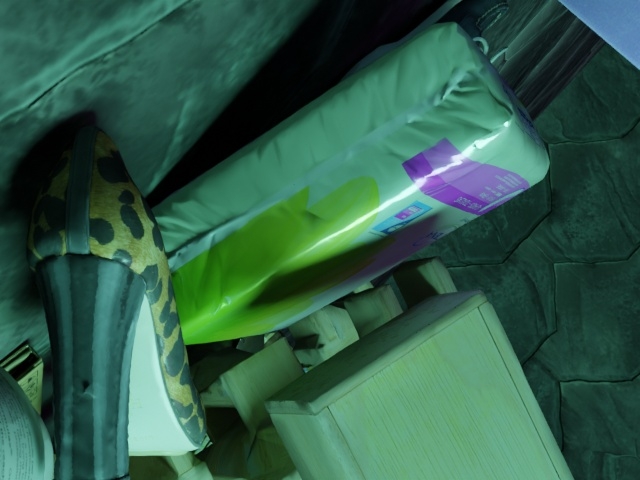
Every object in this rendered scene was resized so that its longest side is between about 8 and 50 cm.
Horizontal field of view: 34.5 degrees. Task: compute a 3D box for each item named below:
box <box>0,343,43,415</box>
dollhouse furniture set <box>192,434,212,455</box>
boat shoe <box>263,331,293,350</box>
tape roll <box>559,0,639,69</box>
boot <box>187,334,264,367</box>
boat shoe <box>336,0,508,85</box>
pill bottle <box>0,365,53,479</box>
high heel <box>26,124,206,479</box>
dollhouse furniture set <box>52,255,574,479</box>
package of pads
[{"bbox_3d":[-0.281,0.170,0.785,0.164,0.021,0.201,-42,171,-29],"label":"box"},{"bbox_3d":[-0.166,0.214,1.478,0.182,0.101,0.161,-54,-166,40],"label":"dollhouse furniture set"},{"bbox_3d":[-0.082,0.194,1.786,0.064,0.060,0.178,-45,172,-13],"label":"boat shoe"},{"bbox_3d":[0.226,-0.189,0.741,0.090,0.275,0.275,-50,171,20],"label":"tape roll"},{"bbox_3d":[-0.127,0.121,1.252,0.219,0.082,0.106,-13,124,-69],"label":"boot"},{"bbox_3d":[0.106,-0.161,0.953,0.254,0.079,0.095,-40,170,-38],"label":"boat shoe"},{"bbox_3d":[-0.203,0.107,0.486,0.131,0.131,0.229,-45,172,-10],"label":"pill bottle"},{"bbox_3d":[-0.117,0.039,0.625,0.261,0.093,0.186,132,-43,-85],"label":"high heel"},{"bbox_3d":[0.017,0.203,0.844,0.362,0.256,0.394,-29,-174,-29],"label":"dollhouse furniture set"},{"bbox_3d":[0.018,-0.030,0.781,0.297,0.101,0.229,-31,168,15],"label":"package of pads"}]
